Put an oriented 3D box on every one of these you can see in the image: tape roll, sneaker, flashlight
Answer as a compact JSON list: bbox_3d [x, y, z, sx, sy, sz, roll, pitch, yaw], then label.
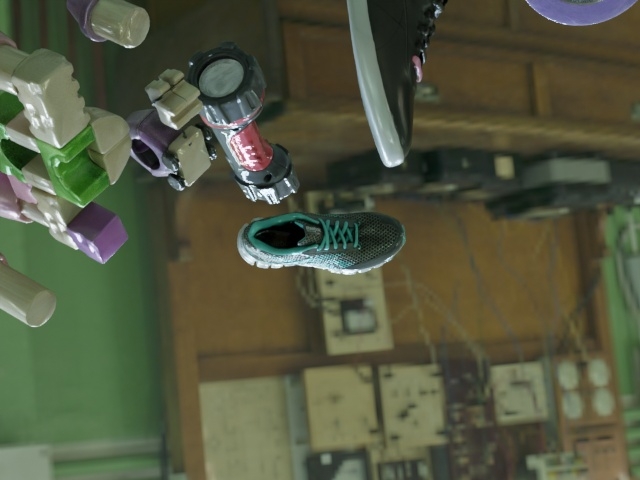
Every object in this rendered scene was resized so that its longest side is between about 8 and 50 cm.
[{"bbox_3d":[0.342,-0.384,1.744,0.189,0.189,0.080,-6,-146,0],"label":"tape roll"},{"bbox_3d":[0.096,-0.216,1.190,0.147,0.295,0.104,-5,168,1],"label":"sneaker"},{"bbox_3d":[-0.095,-0.145,1.788,0.103,0.103,0.304,-25,151,2],"label":"flashlight"},{"bbox_3d":[0.000,0.000,1.293,0.166,0.065,0.076,-5,173,1],"label":"sneaker"}]

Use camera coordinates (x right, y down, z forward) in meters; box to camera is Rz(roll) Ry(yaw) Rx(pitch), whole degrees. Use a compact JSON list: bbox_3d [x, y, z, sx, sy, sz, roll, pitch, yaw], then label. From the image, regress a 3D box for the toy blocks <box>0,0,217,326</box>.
[{"bbox_3d":[-0.323,-0.126,1.379,0.260,0.309,0.288,25,147,30],"label":"toy blocks"}]
